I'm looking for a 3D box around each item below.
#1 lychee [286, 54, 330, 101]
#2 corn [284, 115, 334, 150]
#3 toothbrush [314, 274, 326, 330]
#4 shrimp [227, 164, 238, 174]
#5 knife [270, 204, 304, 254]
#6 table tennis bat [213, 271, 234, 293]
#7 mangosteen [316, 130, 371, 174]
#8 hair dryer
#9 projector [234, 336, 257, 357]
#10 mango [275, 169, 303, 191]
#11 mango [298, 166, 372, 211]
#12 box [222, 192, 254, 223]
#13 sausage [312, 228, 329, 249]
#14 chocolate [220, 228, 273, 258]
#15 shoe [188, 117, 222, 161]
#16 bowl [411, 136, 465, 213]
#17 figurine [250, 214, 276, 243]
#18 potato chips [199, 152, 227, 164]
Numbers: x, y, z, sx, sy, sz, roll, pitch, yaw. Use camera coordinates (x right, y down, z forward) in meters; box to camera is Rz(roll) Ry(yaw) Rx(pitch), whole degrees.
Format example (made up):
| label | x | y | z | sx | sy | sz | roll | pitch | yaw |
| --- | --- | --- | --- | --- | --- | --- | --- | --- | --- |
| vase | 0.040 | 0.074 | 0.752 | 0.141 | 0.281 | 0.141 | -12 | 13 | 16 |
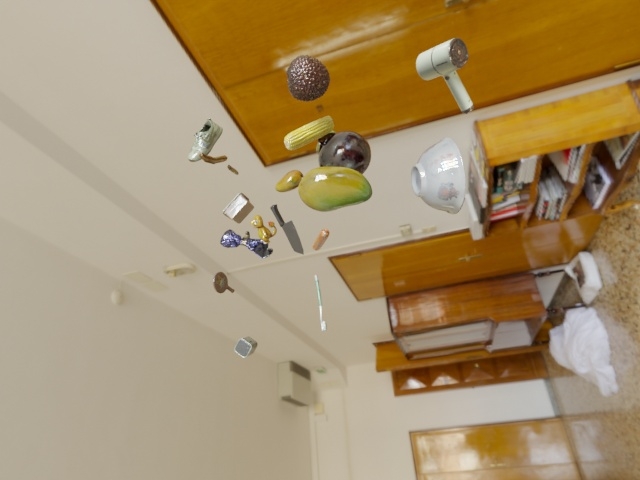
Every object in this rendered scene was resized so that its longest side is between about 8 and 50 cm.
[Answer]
| label | x | y | z | sx | sy | sz | roll | pitch | yaw |
| --- | --- | --- | --- | --- | --- | --- | --- | --- | --- |
| lychee | -0.049 | -0.647 | 1.659 | 0.188 | 0.187 | 0.188 | -12 | -90 | -77 |
| corn | -0.051 | -0.475 | 1.840 | 0.081 | 0.248 | 0.081 | 49 | 158 | 28 |
| toothbrush | -0.002 | 0.272 | 1.830 | 0.018 | 0.024 | 0.257 | 62 | -164 | -63 |
| shrimp | -0.454 | -0.363 | 2.110 | 0.059 | 0.023 | 0.108 | 35 | 178 | 24 |
| knife | -0.124 | -0.043 | 1.639 | 0.231 | 0.060 | 0.028 | 62 | -154 | -5 |
| table tennis bat | -0.539 | 0.230 | 2.139 | 0.170 | 0.119 | 0.108 | 51 | -138 | -51 |
| mangosteen | 0.114 | -0.432 | 2.109 | 0.288 | 0.287 | 0.288 | -12 | -90 | -77 |
| hair dryer | 0.608 | -0.721 | 1.895 | 0.128 | 0.203 | 0.362 | -49 | -64 | -21 |
| projector | -0.395 | 0.566 | 2.205 | 0.083 | 0.083 | 0.082 | -60 | -15 | 3 |
| mango | -0.163 | -0.309 | 2.200 | 0.089 | 0.163 | 0.111 | 54 | 173 | -22 |
| mango | 0.048 | -0.176 | 1.413 | 0.114 | 0.250 | 0.157 | -54 | -41 | -68 |
| box | -0.348 | -0.135 | 1.779 | 0.062 | 0.122 | 0.089 | 40 | 178 | 24 |
| sausage | 0.000 | 0.000 | 2.382 | 0.348 | 0.053 | 0.053 | 123 | 140 | -71 |
| chocolate | -0.462 | 0.017 | 2.633 | 0.126 | 0.343 | 0.149 | 12 | -88 | -77 |
| shoe | -0.648 | -0.550 | 2.281 | 0.098 | 0.103 | 0.275 | 48 | -122 | -44 |
| bowl | 0.498 | -0.275 | 1.837 | 0.345 | 0.157 | 0.346 | 171 | 90 | -85 |
| figurine | -0.325 | -0.078 | 2.412 | 0.176 | 0.122 | 0.121 | 62 | 169 | -27 |
| potato chips | -0.395 | -0.308 | 1.561 | 0.037 | 0.026 | 0.204 | 52 | -164 | 0 |
